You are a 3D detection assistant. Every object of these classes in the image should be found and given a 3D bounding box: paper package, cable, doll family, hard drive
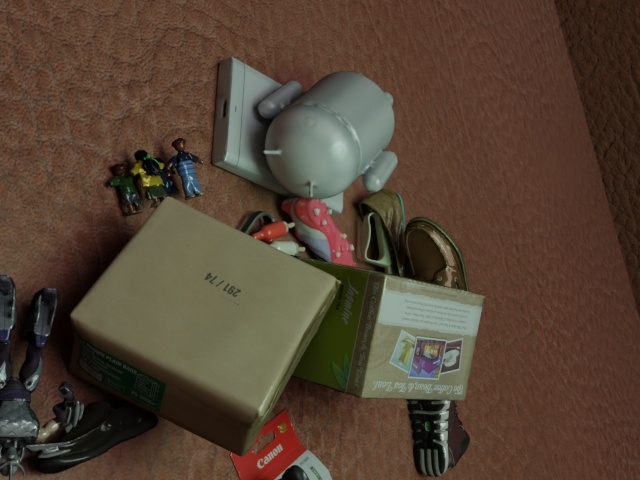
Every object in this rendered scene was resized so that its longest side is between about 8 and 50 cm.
[{"bbox_3d":[-0.183,0.133,1.397,0.325,0.168,0.309,26,47,5],"label":"paper package"},{"bbox_3d":[-0.143,0.014,1.689,0.287,0.072,0.139,-10,89,-52],"label":"cable"},{"bbox_3d":[-0.287,-0.117,1.566,0.193,0.076,0.111,-18,88,-57],"label":"doll family"},{"bbox_3d":[-0.078,-0.212,1.866,0.353,0.047,0.232,23,61,-45],"label":"hard drive"}]

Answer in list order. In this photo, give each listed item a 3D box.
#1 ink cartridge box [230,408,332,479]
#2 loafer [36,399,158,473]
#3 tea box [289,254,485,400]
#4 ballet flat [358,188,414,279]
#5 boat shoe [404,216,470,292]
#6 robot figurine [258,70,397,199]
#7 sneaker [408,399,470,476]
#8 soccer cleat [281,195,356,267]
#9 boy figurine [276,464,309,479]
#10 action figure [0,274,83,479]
[{"bbox_3d":[-0.059,0.457,1.665,0.181,0.056,0.224,-31,104,-51],"label":"ink cartridge box"},{"bbox_3d":[-0.351,0.291,1.354,0.220,0.080,0.078,-17,82,-56],"label":"loafer"},{"bbox_3d":[0.080,0.164,1.677,0.329,0.324,0.219,13,88,-48],"label":"tea box"},{"bbox_3d":[0.153,0.051,2.024,0.124,0.116,0.342,-9,86,-32],"label":"ballet flat"},{"bbox_3d":[0.266,0.097,1.949,0.307,0.111,0.104,62,36,-13],"label":"boat shoe"},{"bbox_3d":[0.020,-0.213,1.787,0.300,0.199,0.353,34,43,9],"label":"robot figurine"},{"bbox_3d":[0.288,0.406,2.078,0.163,0.107,0.281,10,81,-54],"label":"sneaker"},{"bbox_3d":[0.000,0.000,1.875,0.083,0.095,0.248,-61,139,-37],"label":"soccer cleat"},{"bbox_3d":[-0.129,0.500,1.506,0.285,0.092,0.177,-29,72,-35],"label":"boy figurine"},{"bbox_3d":[-0.434,0.200,1.247,0.185,0.099,0.284,11,60,-30],"label":"action figure"}]
